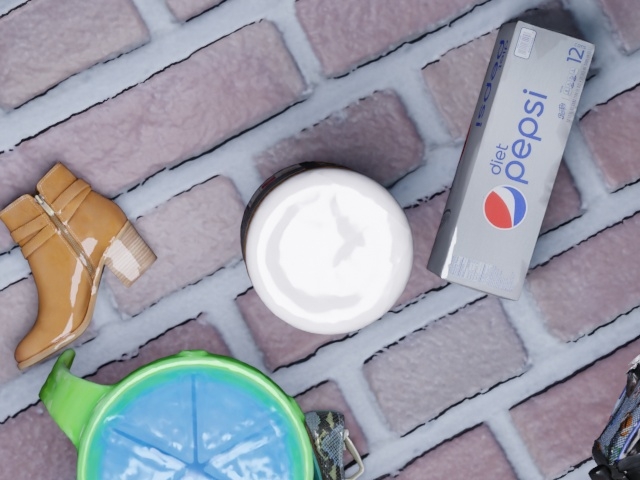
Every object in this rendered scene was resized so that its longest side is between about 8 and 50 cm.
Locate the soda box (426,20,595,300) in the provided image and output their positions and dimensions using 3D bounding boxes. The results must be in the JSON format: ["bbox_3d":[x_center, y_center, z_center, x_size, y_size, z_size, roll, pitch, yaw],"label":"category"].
[{"bbox_3d":[0.202,-0.086,1.787,0.091,0.098,0.286,16,94,-7],"label":"soda box"}]

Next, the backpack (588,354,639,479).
[{"bbox_3d":[0.446,0.182,1.775,0.277,0.213,0.263,27,101,-12],"label":"backpack"}]

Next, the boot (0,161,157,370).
[{"bbox_3d":[-0.291,0.027,1.777,0.152,0.073,0.197,46,78,-8],"label":"boot"}]

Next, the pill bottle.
[{"bbox_3d":[0.000,0.000,1.689,0.162,0.278,0.162,0,96,-4],"label":"pill bottle"}]

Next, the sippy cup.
[{"bbox_3d":[-0.128,0.217,1.727,0.240,0.224,0.305,-26,96,-1],"label":"sippy cup"}]

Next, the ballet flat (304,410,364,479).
[{"bbox_3d":[0.023,0.275,1.826,0.070,0.070,0.188,-13,99,-3],"label":"ballet flat"}]
